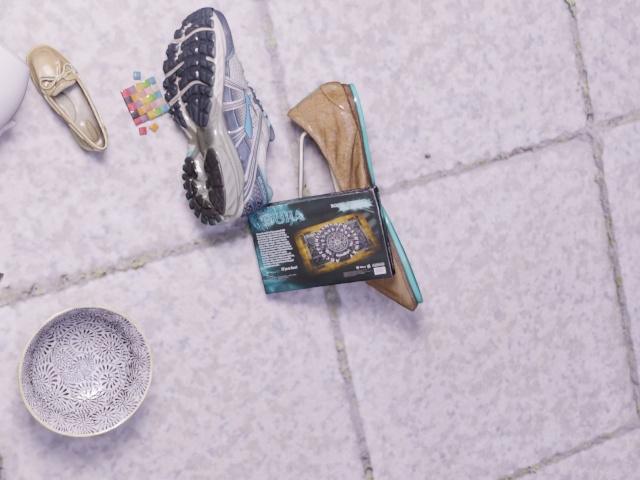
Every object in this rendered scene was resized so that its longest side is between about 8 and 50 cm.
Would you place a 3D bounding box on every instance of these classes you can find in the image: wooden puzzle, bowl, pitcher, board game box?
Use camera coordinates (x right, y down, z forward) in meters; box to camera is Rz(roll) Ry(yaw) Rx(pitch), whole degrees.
[{"bbox_3d":[-0.231,-0.183,1.471,0.049,0.006,0.083,-28,106,-18],"label":"wooden puzzle"},{"bbox_3d":[-0.308,0.160,1.439,0.170,0.080,0.170,-3,98,-23],"label":"bowl"},{"bbox_3d":[-0.429,-0.142,1.342,0.207,0.125,0.178,-49,132,0],"label":"pitcher"},{"bbox_3d":[0.000,0.000,1.521,0.186,0.026,0.126,-8,102,18],"label":"board game box"}]

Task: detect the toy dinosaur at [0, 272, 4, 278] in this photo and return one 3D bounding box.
[{"bbox_3d":[-0.523,0.016,1.344,0.268,0.064,0.118,38,74,-25],"label":"toy dinosaur"}]

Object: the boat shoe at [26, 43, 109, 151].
[{"bbox_3d":[-0.316,-0.180,1.412,0.056,0.048,0.153,-32,108,-17],"label":"boat shoe"}]

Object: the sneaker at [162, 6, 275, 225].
[{"bbox_3d":[-0.127,-0.165,1.482,0.122,0.110,0.283,-11,98,-45],"label":"sneaker"}]

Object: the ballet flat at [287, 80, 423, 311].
[{"bbox_3d":[0.037,-0.048,1.556,0.124,0.116,0.342,-19,104,1],"label":"ballet flat"}]
